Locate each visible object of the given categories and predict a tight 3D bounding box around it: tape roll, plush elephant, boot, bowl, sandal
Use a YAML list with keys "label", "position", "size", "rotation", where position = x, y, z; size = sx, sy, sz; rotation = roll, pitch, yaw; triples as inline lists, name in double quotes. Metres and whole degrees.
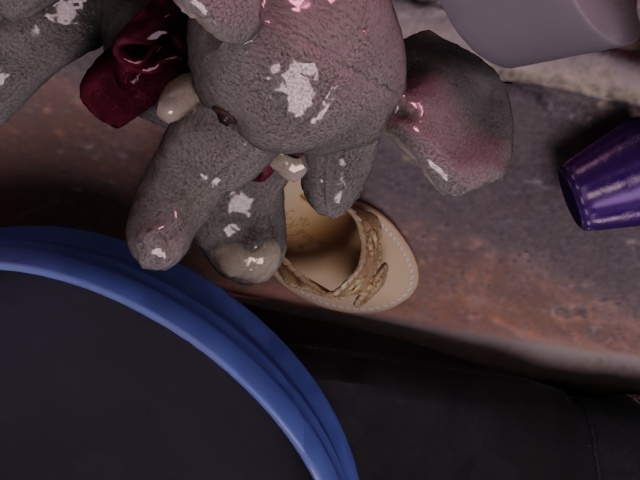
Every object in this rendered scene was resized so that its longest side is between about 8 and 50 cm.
- label: "tape roll"
  position: [0.117, -0.208, 1.031]
  size: [0.072, 0.219, 0.219]
  rotation: [-9, 138, 30]
- label: "plush elephant"
  position: [-0.045, -0.094, 1.032]
  size: [0.272, 0.255, 0.330]
  rotation: [34, 108, -23]
- label: "boot"
  position: [0.053, 0.249, 1.412]
  size: [0.445, 0.146, 0.367]
  rotation: [10, 106, -30]
- label: "bowl"
  position: [-0.154, 0.166, 1.225]
  size: [0.391, 0.077, 0.391]
  rotation: [10, 122, 16]
- label: "sandal"
  position: [-0.005, 0.004, 1.259]
  size: [0.088, 0.079, 0.240]
  rotation: [-35, 130, 11]

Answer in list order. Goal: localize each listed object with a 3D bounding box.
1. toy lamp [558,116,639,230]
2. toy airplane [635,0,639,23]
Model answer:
- label: "toy lamp"
  position: [0.300, -0.076, 1.298]
  size: [0.275, 0.080, 0.080]
  rotation: [-21, 131, -4]
- label: "toy airplane"
  position: [0.319, -0.210, 1.027]
  size: [0.386, 0.272, 0.384]
  rotation: [-25, 119, -45]
